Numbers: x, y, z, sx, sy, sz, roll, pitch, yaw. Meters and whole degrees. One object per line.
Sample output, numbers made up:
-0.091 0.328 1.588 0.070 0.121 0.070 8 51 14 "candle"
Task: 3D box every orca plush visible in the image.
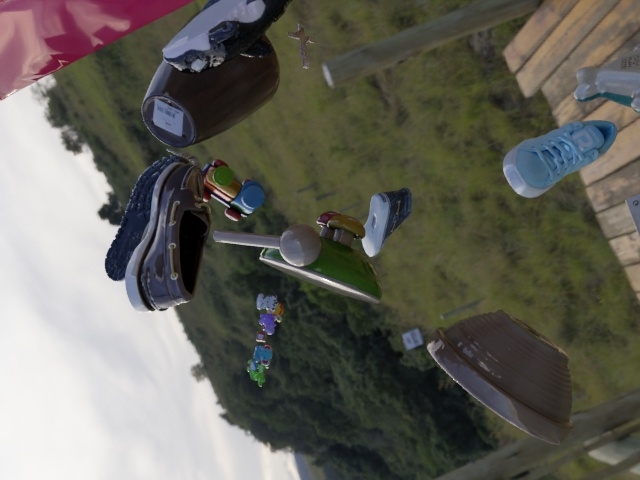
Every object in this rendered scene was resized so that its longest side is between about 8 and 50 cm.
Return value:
-0.108 -0.346 0.983 0.151 0.287 0.102 35 169 48 "orca plush"

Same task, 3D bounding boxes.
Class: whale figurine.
0.719 -0.348 1.390 0.141 0.272 0.216 56 -139 -43 "whale figurine"

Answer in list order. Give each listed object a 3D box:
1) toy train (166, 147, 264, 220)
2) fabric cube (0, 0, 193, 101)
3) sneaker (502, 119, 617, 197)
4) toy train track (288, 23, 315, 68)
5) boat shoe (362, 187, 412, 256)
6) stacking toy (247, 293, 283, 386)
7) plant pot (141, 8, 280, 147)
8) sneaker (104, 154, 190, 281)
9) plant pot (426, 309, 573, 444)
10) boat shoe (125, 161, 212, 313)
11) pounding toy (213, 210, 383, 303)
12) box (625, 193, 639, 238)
-0.246 -0.147 1.439 0.248 0.105 0.143 34 168 -18 "toy train"
-0.270 -0.312 0.501 0.259 0.258 0.254 32 -146 -82 "fabric cube"
0.571 -0.218 1.455 0.135 0.366 0.150 56 142 8 "sneaker"
-0.025 -0.309 0.973 0.014 0.048 0.083 -40 52 54 "toy train track"
0.148 -0.037 1.360 0.065 0.083 0.183 59 153 33 "boat shoe"
-0.135 0.249 1.552 0.167 0.052 0.221 81 -164 -73 "stacking toy"
-0.219 -0.278 1.137 0.230 0.215 0.215 -60 -36 -42 "plant pot"
-0.328 -0.039 1.273 0.107 0.283 0.124 34 -172 34 "sneaker"
0.286 0.180 0.918 0.237 0.109 0.237 33 -172 -5 "plant pot"
-0.235 -0.019 1.051 0.324 0.097 0.116 -84 -19 -45 "boat shoe"
0.000 0.000 0.865 0.183 0.110 0.237 13 169 42 "pounding toy"
0.790 0.039 1.334 0.148 0.121 0.311 14 -121 -44 "box"
